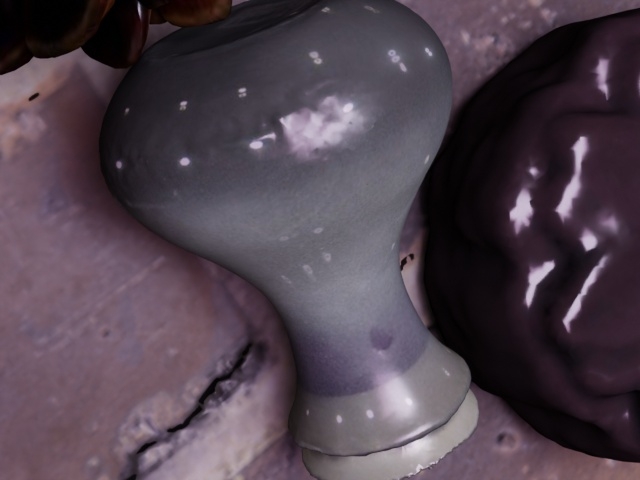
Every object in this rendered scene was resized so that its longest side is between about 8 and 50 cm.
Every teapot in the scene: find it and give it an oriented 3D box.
[{"bbox_3d":[0.000,0.000,0.598,0.183,0.183,0.251,-28,114,-17],"label":"teapot"}]

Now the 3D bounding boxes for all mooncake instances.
[{"bbox_3d":[0.207,-0.003,0.684,0.283,0.141,0.283,-1,94,-23],"label":"mooncake"}]

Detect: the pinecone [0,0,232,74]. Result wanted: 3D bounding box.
[{"bbox_3d":[-0.167,-0.221,0.476,0.296,0.242,0.298,-13,83,-26],"label":"pinecone"}]
